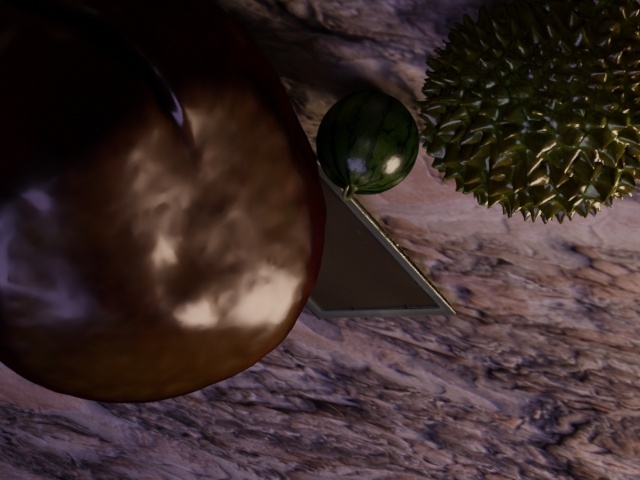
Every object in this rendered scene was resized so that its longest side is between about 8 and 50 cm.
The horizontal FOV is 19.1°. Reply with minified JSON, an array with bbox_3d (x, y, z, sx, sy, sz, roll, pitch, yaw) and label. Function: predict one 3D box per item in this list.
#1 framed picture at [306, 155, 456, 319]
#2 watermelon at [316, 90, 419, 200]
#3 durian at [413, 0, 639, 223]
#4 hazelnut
[{"bbox_3d":[0.000,0.000,2.071,0.217,0.017,0.274,-2,141,43],"label":"framed picture"},{"bbox_3d":[0.043,-0.087,1.793,0.109,0.109,0.109,21,152,12],"label":"watermelon"},{"bbox_3d":[0.182,-0.110,1.575,0.200,0.176,0.237,53,160,-5],"label":"durian"},{"bbox_3d":[-0.204,-0.044,1.791,0.402,0.402,0.429,2,145,39],"label":"hazelnut"}]
